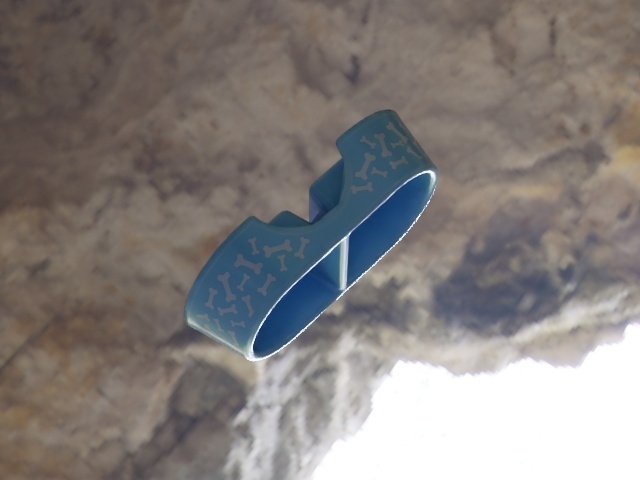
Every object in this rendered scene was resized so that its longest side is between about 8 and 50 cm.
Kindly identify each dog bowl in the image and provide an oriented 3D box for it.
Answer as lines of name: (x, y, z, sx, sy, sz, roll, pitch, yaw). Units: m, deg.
dog bowl: (0.000, 0.000, 1.477, 0.074, 0.297, 0.166, 41, -20, 18)
